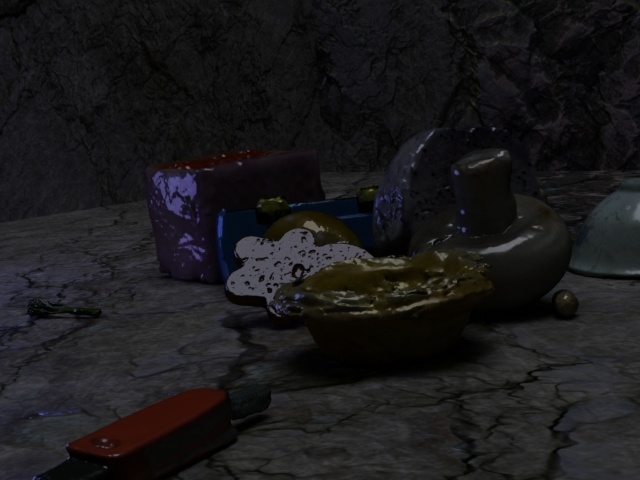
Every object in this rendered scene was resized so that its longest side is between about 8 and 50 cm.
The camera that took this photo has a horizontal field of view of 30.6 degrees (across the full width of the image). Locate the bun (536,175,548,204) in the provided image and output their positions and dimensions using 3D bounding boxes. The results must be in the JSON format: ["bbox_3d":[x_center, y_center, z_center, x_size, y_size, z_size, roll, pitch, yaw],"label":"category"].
[{"bbox_3d":[0.340,-0.079,2.325,0.244,0.153,0.244,1,-1,0],"label":"bun"}]

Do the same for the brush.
[{"bbox_3d":[-0.146,0.183,1.116,0.070,0.051,0.323,-3,7,32],"label":"brush"}]

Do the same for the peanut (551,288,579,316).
[{"bbox_3d":[0.340,0.086,1.634,0.037,0.037,0.083,-3,10,9],"label":"peanut"}]

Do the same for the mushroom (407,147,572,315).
[{"bbox_3d":[0.235,-0.018,1.688,0.243,0.243,0.243,-4,8,1],"label":"mushroom"}]

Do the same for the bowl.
[{"bbox_3d":[0.565,-0.031,1.975,0.313,0.146,0.313,-5,8,1],"label":"bowl"}]

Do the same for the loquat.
[{"bbox_3d":[-0.009,0.024,1.866,0.152,0.152,0.195,-10,13,-39],"label":"loquat"}]

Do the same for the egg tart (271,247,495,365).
[{"bbox_3d":[0.081,0.086,1.476,0.288,0.118,0.288,-3,9,0],"label":"egg tart"}]

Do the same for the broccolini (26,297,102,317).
[{"bbox_3d":[-0.416,0.116,1.910,0.140,0.030,0.035,3,-26,21],"label":"broccolini"}]

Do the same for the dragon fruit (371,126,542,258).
[{"bbox_3d":[0.212,-0.067,1.952,0.283,0.221,0.204,3,-9,-22],"label":"dragon fruit"}]

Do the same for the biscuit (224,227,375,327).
[{"bbox_3d":[-0.022,0.058,1.733,0.236,0.039,0.180,7,50,8],"label":"biscuit"}]

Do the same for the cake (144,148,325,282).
[{"bbox_3d":[-0.164,-0.055,2.253,0.309,0.230,0.237,-11,9,-42],"label":"cake"}]

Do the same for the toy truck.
[{"bbox_3d":[0.000,0.000,2.067,0.385,0.161,0.162,-7,-3,-18],"label":"toy truck"}]
